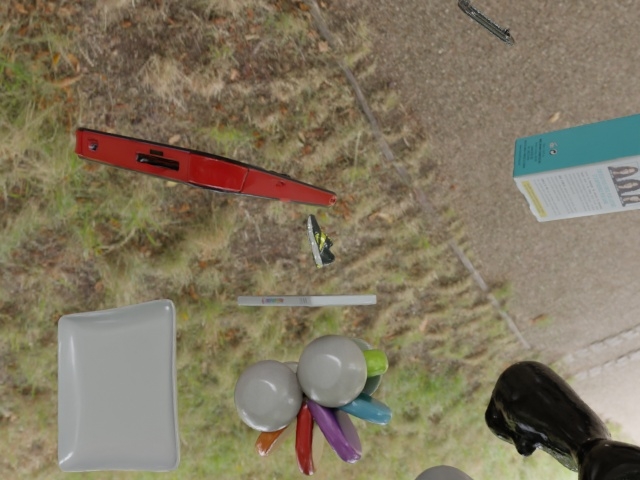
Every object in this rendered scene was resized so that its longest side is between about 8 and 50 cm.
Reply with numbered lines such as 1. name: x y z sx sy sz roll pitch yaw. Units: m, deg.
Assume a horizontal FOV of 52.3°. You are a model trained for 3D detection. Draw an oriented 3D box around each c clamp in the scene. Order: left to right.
1. c clamp: 0.326 -0.442 1.296 0.160 0.137 0.022 38 119 1

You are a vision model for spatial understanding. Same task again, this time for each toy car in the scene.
1. toy car: 0.000 0.188 0.734 0.181 0.136 0.159 -23 164 8

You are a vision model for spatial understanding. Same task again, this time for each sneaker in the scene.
1. sneaker: 0.000 0.000 0.976 0.035 0.083 0.031 -11 167 -8

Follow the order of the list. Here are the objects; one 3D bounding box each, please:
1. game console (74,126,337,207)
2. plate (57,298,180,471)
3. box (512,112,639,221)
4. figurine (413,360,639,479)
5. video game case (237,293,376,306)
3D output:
1. game console: -0.207 -0.130 1.172 0.342 0.386 0.060 3 101 -57
2. plate: -0.348 0.255 1.139 0.277 0.278 0.045 -11 168 26
3. box: 0.347 -0.086 0.718 0.244 0.060 0.100 -8 145 33
4. figurine: 0.171 0.222 0.542 0.092 0.209 0.215 39 91 -7
5. video game case: -0.016 0.061 0.671 0.087 0.011 0.122 3 174 -41
